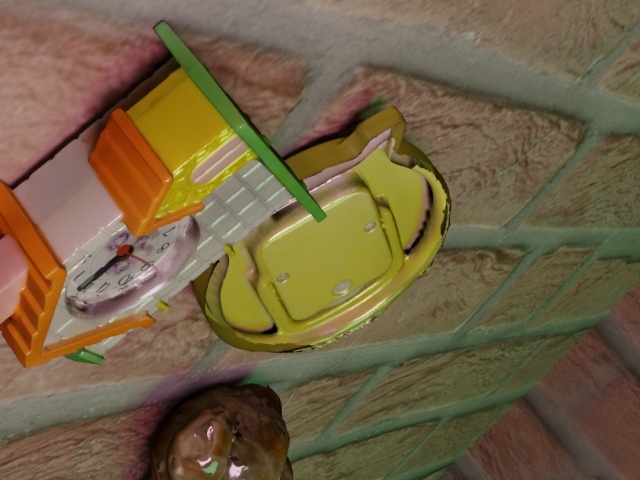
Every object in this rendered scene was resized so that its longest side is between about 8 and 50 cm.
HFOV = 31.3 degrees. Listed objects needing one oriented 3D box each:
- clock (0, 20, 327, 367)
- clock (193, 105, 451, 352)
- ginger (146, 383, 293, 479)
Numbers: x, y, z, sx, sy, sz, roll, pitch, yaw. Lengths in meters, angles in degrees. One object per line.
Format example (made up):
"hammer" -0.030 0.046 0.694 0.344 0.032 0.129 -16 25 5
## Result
"clock" -0.146 -0.007 0.883 0.255 0.106 0.220 -40 157 2
"clock" -0.002 -0.002 1.159 0.277 0.071 0.293 -26 144 -10
"ginger" -0.129 0.291 1.401 0.256 0.176 0.375 -48 162 -28
